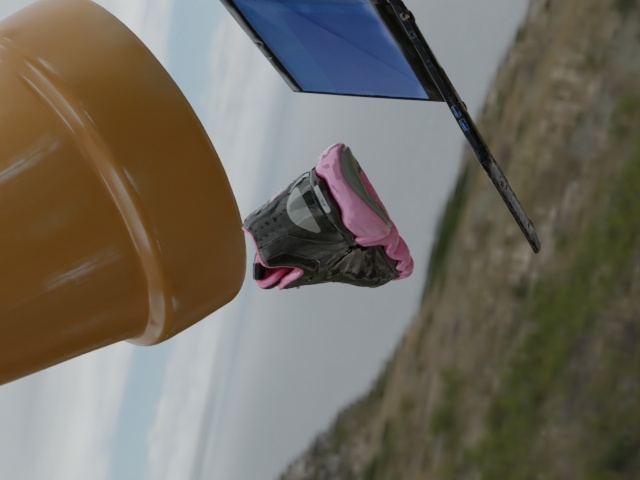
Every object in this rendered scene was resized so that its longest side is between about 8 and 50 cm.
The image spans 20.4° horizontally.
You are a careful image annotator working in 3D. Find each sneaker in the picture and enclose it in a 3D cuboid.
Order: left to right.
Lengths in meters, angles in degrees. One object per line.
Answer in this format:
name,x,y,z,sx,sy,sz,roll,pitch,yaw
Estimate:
sneaker,0.000,0.000,0.672,0.047,0.057,0.119,58,-177,17

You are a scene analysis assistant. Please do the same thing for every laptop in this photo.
laptop,0.052,-0.101,1.503,0.264,0.136,0.234,63,-172,24

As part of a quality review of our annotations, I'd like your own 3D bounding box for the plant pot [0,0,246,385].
plant pot,-0.176,-0.005,0.987,0.188,0.205,0.205,-33,-20,-25
